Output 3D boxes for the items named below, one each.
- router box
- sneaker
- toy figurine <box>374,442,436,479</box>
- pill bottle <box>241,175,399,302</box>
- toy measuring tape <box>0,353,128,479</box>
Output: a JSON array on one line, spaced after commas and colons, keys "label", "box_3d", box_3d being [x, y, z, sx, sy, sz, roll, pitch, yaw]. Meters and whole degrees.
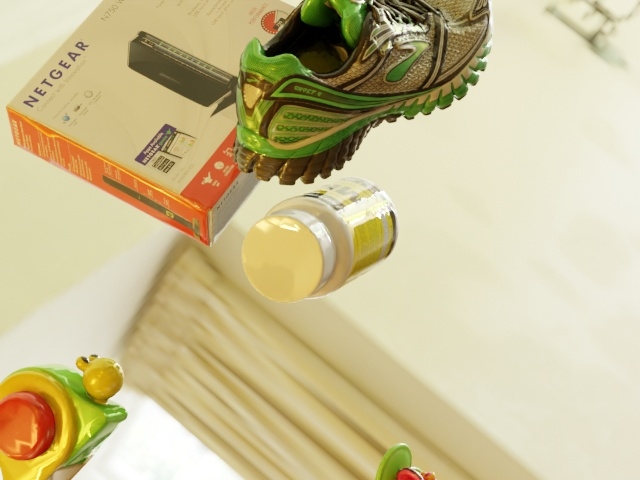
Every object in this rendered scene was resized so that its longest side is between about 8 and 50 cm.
[{"label": "router box", "box_3d": [-0.176, -0.192, 2.006, 0.335, 0.301, 0.082, -55, -17, -30]}, {"label": "sneaker", "box_3d": [0.054, -0.188, 1.529, 0.343, 0.134, 0.146, -38, -36, -36]}, {"label": "toy figurine", "box_3d": [0.151, 0.337, 1.866, 0.130, 0.159, 0.173, -36, -47, -42]}, {"label": "pill bottle", "box_3d": [0.000, 0.000, 1.794, 0.119, 0.119, 0.208, -55, -12, 24]}, {"label": "toy measuring tape", "box_3d": [-0.321, 0.224, 1.625, 0.330, 0.121, 0.121, -45, -8, 19]}]
